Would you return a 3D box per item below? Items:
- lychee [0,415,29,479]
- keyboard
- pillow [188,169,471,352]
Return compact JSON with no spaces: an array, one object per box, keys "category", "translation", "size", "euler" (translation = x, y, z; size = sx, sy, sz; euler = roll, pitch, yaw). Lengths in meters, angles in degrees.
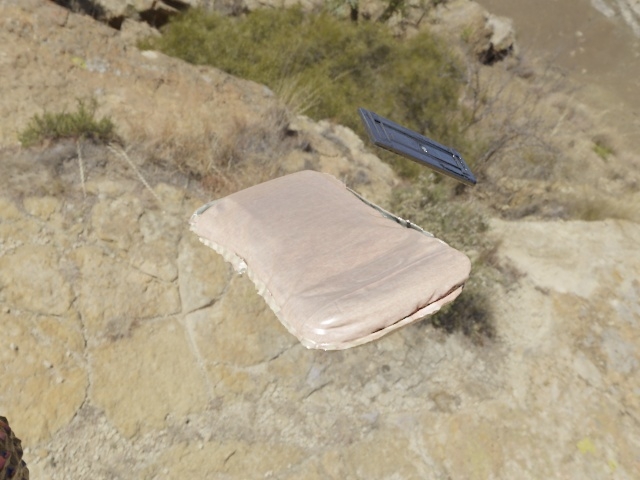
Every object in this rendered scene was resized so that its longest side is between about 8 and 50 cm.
[{"category":"lychee","translation":[-0.307,0.194,0.419],"size":[0.238,0.200,0.200],"euler":[34,38,-1]},{"category":"keyboard","translation":[0.127,-0.115,0.741],"size":[0.205,0.013,0.061],"euler":[13,46,-41]},{"category":"pillow","translation":[-0.002,0.001,0.416],"size":[0.135,0.034,0.211],"euler":[-19,34,-24]}]
